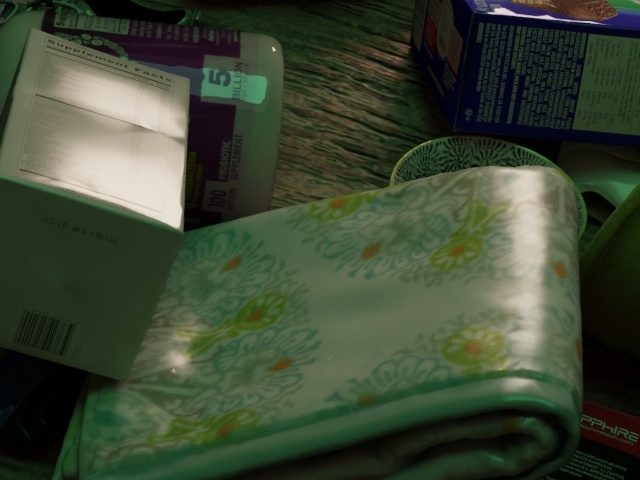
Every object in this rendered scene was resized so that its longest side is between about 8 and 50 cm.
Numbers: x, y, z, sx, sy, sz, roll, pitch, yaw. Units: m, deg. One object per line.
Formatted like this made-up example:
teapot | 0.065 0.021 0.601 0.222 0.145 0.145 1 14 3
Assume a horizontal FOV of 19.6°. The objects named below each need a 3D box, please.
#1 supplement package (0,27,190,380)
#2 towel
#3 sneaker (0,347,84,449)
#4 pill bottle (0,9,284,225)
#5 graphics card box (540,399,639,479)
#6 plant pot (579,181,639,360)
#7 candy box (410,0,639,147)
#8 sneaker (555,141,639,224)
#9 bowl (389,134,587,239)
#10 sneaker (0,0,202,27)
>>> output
supplement package | -0.180 -0.032 1.366 0.139 0.134 0.244 18 28 -12
towel | 0.004 0.074 1.349 0.374 0.090 0.320 -11 33 14
sneaker | -0.209 0.099 1.417 0.084 0.058 0.152 18 42 9
pill bottle | -0.188 -0.105 1.562 0.301 0.169 0.169 5 42 -6
graphics card box | 0.083 0.243 1.293 0.232 0.094 0.371 18 41 9
plant pot | 0.369 0.049 1.468 0.276 0.276 0.254 -32 68 -37
candy box | 0.263 -0.183 1.728 0.317 0.122 0.268 5 22 -9
sneaker | 0.311 -0.028 1.666 0.212 0.080 0.094 12 53 12
bowl | 0.136 -0.007 1.589 0.170 0.080 0.170 6 41 -6
sneaker | -0.235 -0.198 1.694 0.281 0.115 0.105 8 42 -3
